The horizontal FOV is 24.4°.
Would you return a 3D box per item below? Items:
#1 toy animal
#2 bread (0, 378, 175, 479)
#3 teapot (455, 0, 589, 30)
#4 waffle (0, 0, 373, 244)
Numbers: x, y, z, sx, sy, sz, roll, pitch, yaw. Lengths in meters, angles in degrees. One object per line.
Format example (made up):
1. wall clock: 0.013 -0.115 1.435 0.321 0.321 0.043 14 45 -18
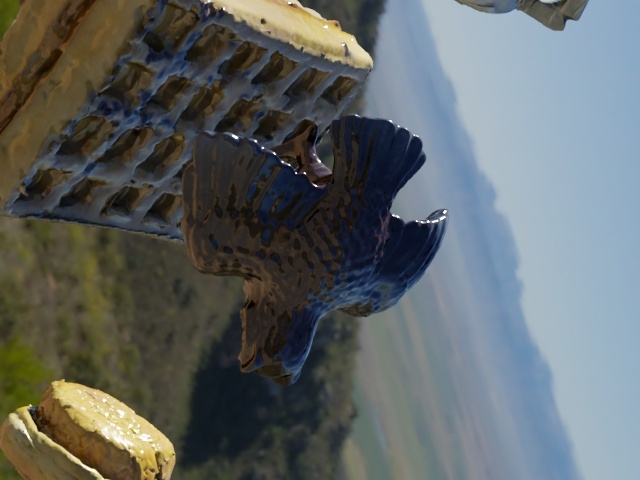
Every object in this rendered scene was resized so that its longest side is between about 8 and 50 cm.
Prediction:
1. toy animal: -0.003 0.008 1.006 0.218 0.116 0.179 20 77 -34
2. bread: -0.283 0.266 1.830 0.198 0.120 0.236 35 4 18
3. teapot: 0.228 -0.354 1.726 0.221 0.178 0.163 47 41 10
4. waffle: -0.137 -0.121 1.300 0.114 0.261 0.376 48 17 23
